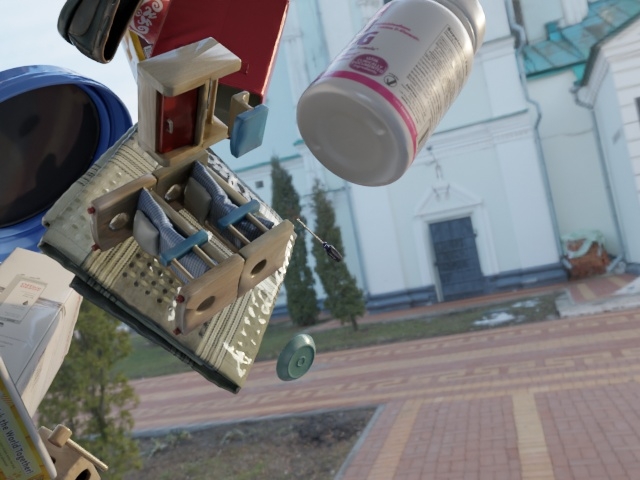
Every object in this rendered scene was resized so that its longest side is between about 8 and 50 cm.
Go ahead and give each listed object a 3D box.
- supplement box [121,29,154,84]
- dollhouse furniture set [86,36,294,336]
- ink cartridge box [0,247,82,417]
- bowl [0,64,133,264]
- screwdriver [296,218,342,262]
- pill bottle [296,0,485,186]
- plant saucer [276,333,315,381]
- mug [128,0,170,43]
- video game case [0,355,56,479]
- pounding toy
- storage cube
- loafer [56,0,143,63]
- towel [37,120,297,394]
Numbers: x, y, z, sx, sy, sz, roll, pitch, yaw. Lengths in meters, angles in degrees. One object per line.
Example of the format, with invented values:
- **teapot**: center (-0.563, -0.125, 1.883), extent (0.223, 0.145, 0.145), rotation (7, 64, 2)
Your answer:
- **supplement box**: center (-0.485, -0.587, 1.737), extent (0.194, 0.191, 0.129), rotation (-29, 37, -24)
- **dollhouse furniture set**: center (-0.105, -0.040, 0.477), extent (0.129, 0.129, 0.183), rotation (-37, -21, -36)
- **ink cartridge box**: center (-0.446, 0.171, 0.802), extent (0.117, 0.207, 0.283), rotation (19, 24, -13)
- **bowl**: center (-0.509, -0.128, 0.996), extent (0.391, 0.077, 0.391), rotation (-45, -16, -17)
- **screwdriver**: center (0.000, 0.000, 1.234), extent (0.025, 0.024, 0.170), rotation (11, -24, 39)
- **pill bottle**: center (0.105, -0.220, 0.762), extent (0.160, 0.160, 0.283), rotation (-16, 32, 54)
- **plant saucer**: center (-0.050, 0.274, 1.305), extent (0.021, 0.119, 0.119), rotation (24, 20, 40)
- **mug**: center (-0.380, -0.494, 1.112), extent (0.169, 0.150, 0.113), rotation (22, -25, -40)
- **video game case**: center (-0.413, 0.233, 0.596), extent (0.206, 0.226, 0.026), rotation (-22, 43, -27)
- **pounding toy**: center (-0.531, 0.464, 1.159), extent (0.181, 0.206, 0.094), rotation (20, 46, 19)
- **storage cube**: center (-0.170, -0.307, 0.973), extent (0.184, 0.193, 0.215), rotation (15, -19, -7)
- **loafer**: center (-0.251, -0.362, 0.776), extent (0.267, 0.084, 0.096), rotation (-51, -12, 12)
- **towel**: center (-0.180, 0.001, 0.772), extent (0.056, 0.312, 0.324), rotation (-28, 28, 34)
